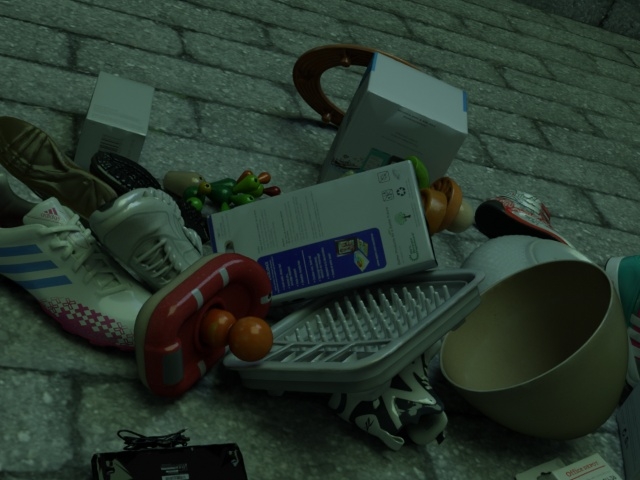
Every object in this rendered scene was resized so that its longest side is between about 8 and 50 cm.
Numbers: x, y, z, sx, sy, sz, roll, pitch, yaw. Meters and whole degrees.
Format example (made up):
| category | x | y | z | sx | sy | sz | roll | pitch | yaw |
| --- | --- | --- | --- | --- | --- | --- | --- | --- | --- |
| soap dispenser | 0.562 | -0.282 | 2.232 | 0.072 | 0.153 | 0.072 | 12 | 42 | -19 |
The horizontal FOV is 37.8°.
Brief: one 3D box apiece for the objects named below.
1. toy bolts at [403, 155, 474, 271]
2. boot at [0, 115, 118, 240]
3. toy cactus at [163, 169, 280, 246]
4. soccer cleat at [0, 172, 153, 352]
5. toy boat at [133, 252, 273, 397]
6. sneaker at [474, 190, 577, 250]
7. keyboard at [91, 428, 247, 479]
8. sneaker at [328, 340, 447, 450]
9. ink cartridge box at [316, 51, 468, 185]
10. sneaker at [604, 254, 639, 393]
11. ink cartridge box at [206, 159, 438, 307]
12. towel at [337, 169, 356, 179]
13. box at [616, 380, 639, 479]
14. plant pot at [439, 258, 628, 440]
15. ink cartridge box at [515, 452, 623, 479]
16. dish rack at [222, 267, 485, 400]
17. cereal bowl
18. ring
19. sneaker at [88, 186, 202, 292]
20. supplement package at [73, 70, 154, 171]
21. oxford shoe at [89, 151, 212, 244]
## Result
| category | x | y | z | sx | sy | sz | roll | pitch | yaw |
| --- | --- | --- | --- | --- | --- | --- | --- | --- | --- |
| toy bolts | 0.173 | 0.009 | 1.564 | 0.158 | 0.228 | 0.218 | 29 | 13 | -21 |
| boot | -0.395 | -0.082 | 1.366 | 0.213 | 0.165 | 0.077 | 36 | 70 | -6 |
| toy cactus | -0.184 | -0.074 | 1.591 | 0.180 | 0.112 | 0.219 | 18 | 30 | 26 |
| soccer cleat | -0.343 | 0.029 | 1.265 | 0.331 | 0.143 | 0.116 | 29 | 32 | 6 |
| toy boat | -0.130 | 0.116 | 1.241 | 0.151 | 0.151 | 0.231 | 17 | 35 | 24 |
| sneaker | 0.459 | -0.012 | 1.915 | 0.270 | 0.090 | 0.145 | 36 | 36 | 24 |
| keyboard | -0.183 | 0.278 | 1.127 | 0.192 | 0.038 | 0.100 | 4 | 61 | -31 |
| sneaker | 0.138 | 0.224 | 1.353 | 0.153 | 0.094 | 0.235 | 41 | 35 | 21 |
| ink cartridge box | 0.128 | -0.168 | 1.752 | 0.197 | 0.270 | 0.198 | 23 | 32 | -6 |
| sneaker | 0.596 | 0.157 | 1.550 | 0.124 | 0.178 | 0.295 | -30 | 105 | -47 |
| ink cartridge box | 0.000 | 0.000 | 1.433 | 0.065 | 0.333 | 0.165 | 44 | 34 | -73 |
| towel | 0.031 | -0.046 | 1.651 | 0.110 | 0.148 | 0.027 | 48 | 0 | 23 |
| box | 0.564 | 0.290 | 1.459 | 0.119 | 0.182 | 0.181 | 22 | 31 | -1 |
| plant pot | 0.351 | 0.191 | 1.424 | 0.191 | 0.284 | 0.284 | 54 | 24 | -22 |
| ink cartridge box | 0.384 | 0.376 | 1.318 | 0.115 | 0.067 | 0.198 | -7 | 44 | -40 |
| dish rack | 0.059 | 0.134 | 1.319 | 0.285 | 0.072 | 0.333 | -7 | 17 | 42 |
| cereal bowl | 0.416 | 0.101 | 1.678 | 0.339 | 0.141 | 0.339 | 18 | 32 | -12 |
| ring | 0.099 | -0.287 | 1.914 | 0.336 | 0.336 | 0.032 | 22 | 70 | -5 |
| sneaker | -0.218 | 0.019 | 1.298 | 0.118 | 0.110 | 0.292 | 60 | 4 | 24 |
| supplement package | -0.357 | -0.199 | 1.627 | 0.105 | 0.105 | 0.179 | 15 | 34 | -15 |
| oxford shoe | -0.273 | -0.045 | 1.415 | 0.227 | 0.096 | 0.083 | 44 | 23 | -33 |
